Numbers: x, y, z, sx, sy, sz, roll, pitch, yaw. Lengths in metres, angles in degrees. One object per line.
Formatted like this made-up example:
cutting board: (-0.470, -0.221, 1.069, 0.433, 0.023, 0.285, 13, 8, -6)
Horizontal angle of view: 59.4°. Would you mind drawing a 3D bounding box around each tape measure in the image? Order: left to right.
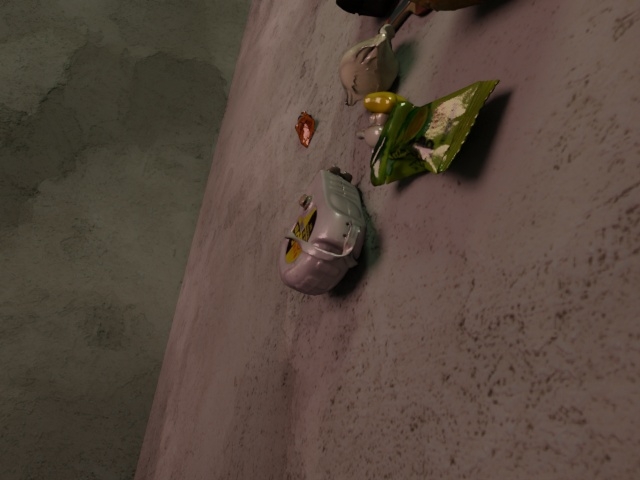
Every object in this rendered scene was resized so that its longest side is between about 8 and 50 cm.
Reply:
tape measure: (0.000, 0.000, 1.010, 0.197, 0.120, 0.236, -54, 23, 25)

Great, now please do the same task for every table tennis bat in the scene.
table tennis bat: (0.193, -0.474, 1.050, 0.274, 0.021, 0.154, -39, 39, 51)

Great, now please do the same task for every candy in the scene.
candy: (0.157, -0.150, 0.825, 0.149, 0.069, 0.246, -69, 17, -4)

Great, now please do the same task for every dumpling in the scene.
dumpling: (0.100, -0.335, 1.067, 0.127, 0.108, 0.188, -54, -2, -28)

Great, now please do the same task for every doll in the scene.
doll: (0.107, -0.208, 0.999, 0.135, 0.072, 0.113, -115, 39, -53)

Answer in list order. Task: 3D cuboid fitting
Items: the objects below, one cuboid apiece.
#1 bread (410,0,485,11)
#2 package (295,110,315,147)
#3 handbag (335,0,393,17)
bread: (0.212, -0.444, 0.784, 0.246, 0.176, 0.195, 130, 163, -73)
package: (-0.042, -0.296, 1.452, 0.077, 0.033, 0.110, -52, 33, 20)
handbag: (0.138, -0.661, 1.158, 0.342, 0.152, 0.287, 118, 163, -49)
